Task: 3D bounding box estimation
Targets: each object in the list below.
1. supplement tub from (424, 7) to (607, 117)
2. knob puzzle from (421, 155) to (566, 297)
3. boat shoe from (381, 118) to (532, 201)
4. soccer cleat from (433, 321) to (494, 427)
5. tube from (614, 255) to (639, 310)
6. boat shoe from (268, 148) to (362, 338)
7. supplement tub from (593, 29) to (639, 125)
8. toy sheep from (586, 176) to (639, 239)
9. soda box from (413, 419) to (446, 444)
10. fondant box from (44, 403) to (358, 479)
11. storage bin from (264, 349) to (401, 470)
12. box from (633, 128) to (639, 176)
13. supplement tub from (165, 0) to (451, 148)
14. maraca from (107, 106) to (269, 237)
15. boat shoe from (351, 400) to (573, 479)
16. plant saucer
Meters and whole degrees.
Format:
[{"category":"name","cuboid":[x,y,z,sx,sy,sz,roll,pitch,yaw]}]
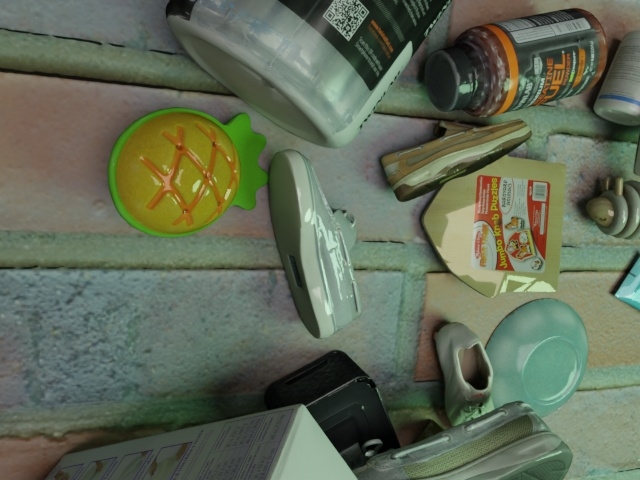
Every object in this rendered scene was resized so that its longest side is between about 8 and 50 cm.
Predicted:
[{"category":"supplement tub","cuboid":[0.224,-0.204,0.672,0.198,0.106,0.105,-17,107,-16]},{"category":"knob puzzle","cuboid":[0.222,-0.022,0.749,0.213,0.030,0.213,0,91,-12]},{"category":"boat shoe","cuboid":[0.163,-0.116,0.691,0.190,0.068,0.072,-23,78,-14]},{"category":"soccer cleat","cuboid":[0.201,0.201,0.767,0.068,0.076,0.196,-24,109,-14]},{"category":"tube","cuboid":[0.547,0.104,0.893,0.207,0.052,0.080,34,84,-18]},{"category":"boat shoe","cuboid":[0.001,0.001,0.655,0.081,0.079,0.227,-21,113,-25]},{"category":"supplement tub","cuboid":[0.416,-0.213,0.760,0.071,0.071,0.107,19,95,-23]},{"category":"toy sheep","cuboid":[0.434,-0.044,0.796,0.132,0.091,0.091,1,102,-2]},{"category":"soda box","cuboid":[0.209,0.330,0.808,0.181,0.058,0.061,40,87,-23]},{"category":"fondant box","cuboid":[-0.105,0.302,0.566,0.331,0.096,0.238,-21,113,26]},{"category":"storage bin","cuboid":[0.022,0.245,0.706,0.122,0.084,0.180,-26,109,-14]},{"category":"box","cuboid":[0.550,-0.170,0.764,0.275,0.113,0.094,-32,133,-21]},{"category":"supplement tub","cuboid":[0.033,-0.274,0.530,0.207,0.207,0.338,36,88,-23]},{"category":"maraca","cuboid":[-0.125,-0.071,0.579,0.186,0.099,0.127,-18,115,-43]},{"category":"boat shoe","cuboid":[0.128,0.269,0.662,0.321,0.103,0.118,-14,125,-11]},{"category":"plant saucer","cuboid":[0.324,0.182,0.830,0.195,0.037,0.194,-4,102,-19]}]
